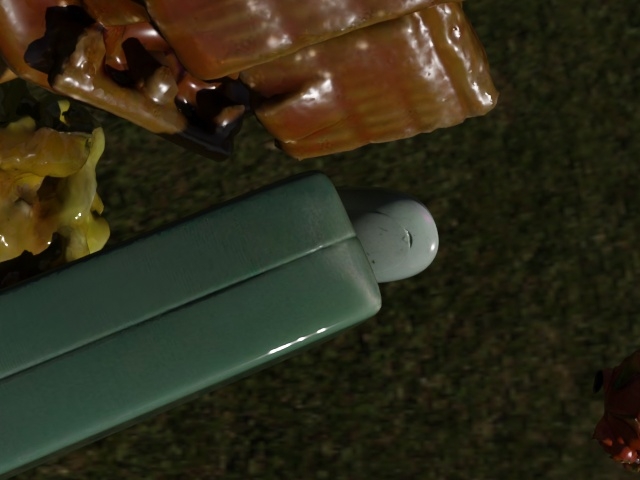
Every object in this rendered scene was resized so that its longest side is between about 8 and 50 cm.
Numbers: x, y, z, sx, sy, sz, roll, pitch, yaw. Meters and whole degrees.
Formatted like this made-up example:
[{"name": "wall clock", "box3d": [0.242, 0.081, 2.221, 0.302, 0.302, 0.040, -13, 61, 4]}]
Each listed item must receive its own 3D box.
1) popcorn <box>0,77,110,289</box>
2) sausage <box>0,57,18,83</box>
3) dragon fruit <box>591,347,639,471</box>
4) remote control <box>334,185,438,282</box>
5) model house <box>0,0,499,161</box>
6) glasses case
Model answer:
[{"name": "popcorn", "box3d": [-0.360, -0.017, 1.475, 0.321, 0.290, 0.326, 20, 112, -7]}, {"name": "sausage", "box3d": [-0.228, -0.159, 1.024, 0.354, 0.134, 0.116, -20, 126, -30]}, {"name": "dragon fruit", "box3d": [0.228, 0.098, 0.986, 0.086, 0.116, 0.081, 20, 45, -38]}, {"name": "remote control", "box3d": [0.001, -0.001, 1.442, 0.045, 0.256, 0.097, -29, 107, -44]}, {"name": "model house", "box3d": [-0.017, -0.127, 0.722, 0.219, 0.229, 0.199, -40, 119, -37]}, {"name": "glasses case", "box3d": [-0.079, 0.038, 0.385, 0.184, 0.078, 0.039, -22, 86, -15]}]
